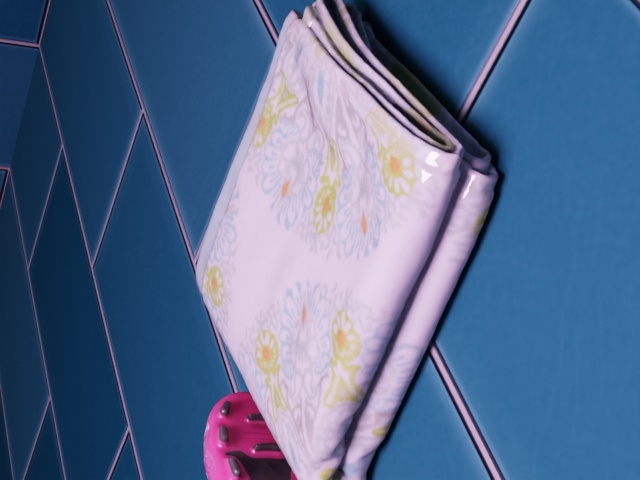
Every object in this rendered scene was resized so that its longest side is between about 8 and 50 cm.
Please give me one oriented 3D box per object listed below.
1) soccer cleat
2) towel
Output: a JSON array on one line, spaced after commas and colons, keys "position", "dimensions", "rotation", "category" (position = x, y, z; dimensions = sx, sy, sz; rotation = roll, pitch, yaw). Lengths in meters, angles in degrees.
[{"position": [-0.046, 0.291, 0.997], "dimensions": [0.331, 0.116, 0.143], "rotation": [60, 137, 46], "category": "soccer cleat"}, {"position": [0.000, 0.000, 0.977], "dimensions": [0.321, 0.090, 0.375], "rotation": [59, 137, 48], "category": "towel"}]
